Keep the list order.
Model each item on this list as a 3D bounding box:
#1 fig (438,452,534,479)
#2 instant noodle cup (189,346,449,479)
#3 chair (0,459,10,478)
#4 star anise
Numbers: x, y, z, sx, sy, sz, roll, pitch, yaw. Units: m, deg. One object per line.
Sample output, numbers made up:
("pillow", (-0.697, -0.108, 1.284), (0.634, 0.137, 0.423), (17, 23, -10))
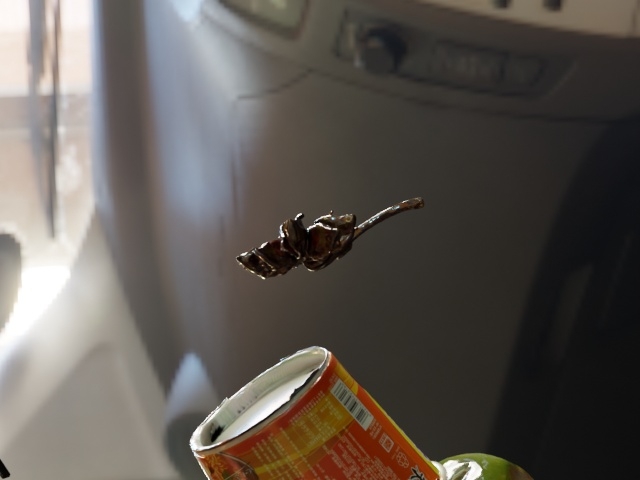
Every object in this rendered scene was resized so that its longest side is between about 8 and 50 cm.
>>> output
("fig", (0.137, 0.341, 1.512), (0.275, 0.206, 0.206), (-72, -13, -61))
("instant noodle cup", (-0.010, 0.214, 1.484), (0.174, 0.213, 0.213), (55, 174, -10))
("chair", (-0.554, 0.228, 2.181), (0.159, 0.172, 0.247), (49, 148, 44))
("star anise", (0.001, -0.003, 2.005), (0.177, 0.234, 0.073), (-10, -105, -60))
